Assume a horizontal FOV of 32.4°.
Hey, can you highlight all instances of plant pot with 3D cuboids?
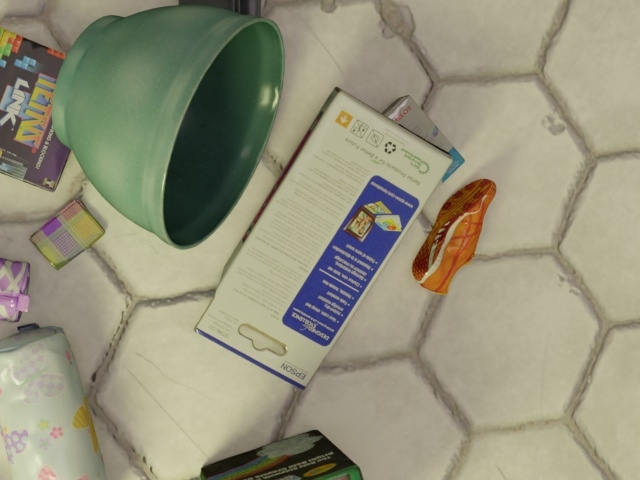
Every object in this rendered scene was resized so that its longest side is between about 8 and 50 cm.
[{"bbox_3d":[-0.196,-0.159,1.330,0.196,0.293,0.293,23,88,15],"label":"plant pot"}]

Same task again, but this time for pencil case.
[{"bbox_3d":[-0.462,0.051,1.358,0.206,0.088,0.086,7,93,-13],"label":"pencil case"},{"bbox_3d":[-0.347,0.244,1.380,0.124,0.113,0.273,-16,96,-1],"label":"pencil case"}]

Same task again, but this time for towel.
[{"bbox_3d":[-0.326,-0.008,1.425,0.083,0.009,0.060,-41,101,-7],"label":"towel"}]

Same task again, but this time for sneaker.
[{"bbox_3d":[0.191,-0.007,1.521,0.067,0.064,0.175,33,91,-32],"label":"sneaker"}]

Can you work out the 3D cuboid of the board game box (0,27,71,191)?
[{"bbox_3d":[-0.372,-0.164,1.388,0.141,0.048,0.170,21,88,-11],"label":"board game box"}]

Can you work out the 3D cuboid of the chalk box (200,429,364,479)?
[{"bbox_3d":[-0.030,0.370,1.365,0.180,0.289,0.179,-16,96,-11],"label":"chalk box"}]

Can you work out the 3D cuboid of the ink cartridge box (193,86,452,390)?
[{"bbox_3d":[0.000,0.000,1.447,0.176,0.069,0.370,30,98,-12],"label":"ink cartridge box"}]

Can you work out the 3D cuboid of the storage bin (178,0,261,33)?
[{"bbox_3d":[-0.129,-0.327,1.418,0.091,0.098,0.135,3,93,15],"label":"storage bin"}]

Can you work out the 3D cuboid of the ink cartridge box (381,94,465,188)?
[{"bbox_3d":[0.120,-0.124,1.495,0.088,0.052,0.122,-43,102,-7],"label":"ink cartridge box"}]
